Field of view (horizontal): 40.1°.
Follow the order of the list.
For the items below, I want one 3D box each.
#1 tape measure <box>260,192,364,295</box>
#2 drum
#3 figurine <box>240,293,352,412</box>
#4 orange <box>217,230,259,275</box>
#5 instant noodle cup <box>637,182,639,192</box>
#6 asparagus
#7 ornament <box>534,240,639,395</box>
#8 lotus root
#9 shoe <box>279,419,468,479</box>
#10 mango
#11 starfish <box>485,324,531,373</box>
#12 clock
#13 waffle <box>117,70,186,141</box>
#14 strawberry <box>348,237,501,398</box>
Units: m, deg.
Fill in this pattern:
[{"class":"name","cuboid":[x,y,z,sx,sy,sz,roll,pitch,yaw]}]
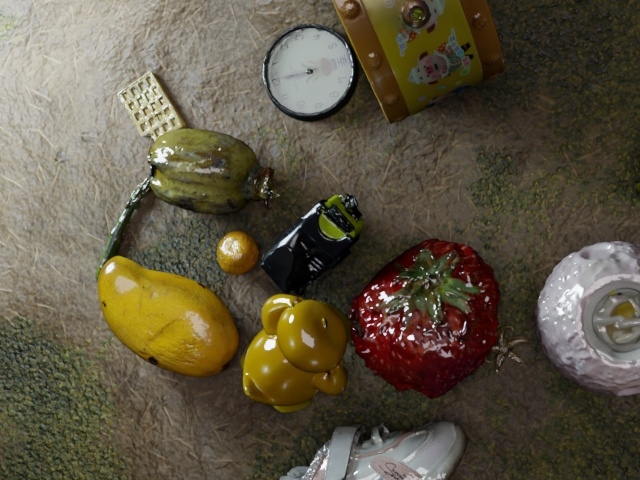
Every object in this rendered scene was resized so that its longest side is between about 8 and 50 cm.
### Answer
[{"class":"tape measure","cuboid":[0.000,0.000,1.562,0.199,0.186,0.112,-39,93,20]},{"class":"drum","cuboid":[0.124,-0.417,1.447,0.214,0.431,0.431,-24,84,8]},{"class":"figurine","cuboid":[-0.041,0.198,1.539,0.228,0.215,0.215,-45,82,18]},{"class":"orange","cuboid":[-0.154,0.024,1.642,0.083,0.070,0.083,-4,71,12]},{"class":"instant noodle cup","cuboid":[0.636,-0.153,1.486,0.182,0.182,0.144,6,79,9]},{"class":"asparagus","cuboid":[-0.382,-0.027,1.700,0.034,0.027,0.236,27,91,4]},{"class":"ornament","cuboid":[0.487,0.127,1.461,0.259,0.225,0.260,0,87,8]},{"class":"lotus root","cuboid":[-0.189,-0.123,1.621,0.278,0.154,0.154,11,89,10]},{"class":"shoe","cuboid":[0.087,0.408,1.536,0.351,0.172,0.198,-40,79,3]},{"class":"mango","cuboid":[-0.284,0.144,1.634,0.294,0.120,0.177,31,100,10]},{"class":"starfish","cuboid":[0.336,0.194,1.580,0.091,0.028,0.078,-22,90,4]},{"class":"clock","cuboid":[-0.021,-0.318,1.653,0.184,0.040,0.185,0,87,8]},{"class":"waffle","cuboid":[-0.330,-0.253,1.708,0.092,0.021,0.135,-31,82,4]},{"class":"strawberry","cuboid":[0.189,0.147,1.520,0.274,0.220,0.274,-12,48,14]}]
